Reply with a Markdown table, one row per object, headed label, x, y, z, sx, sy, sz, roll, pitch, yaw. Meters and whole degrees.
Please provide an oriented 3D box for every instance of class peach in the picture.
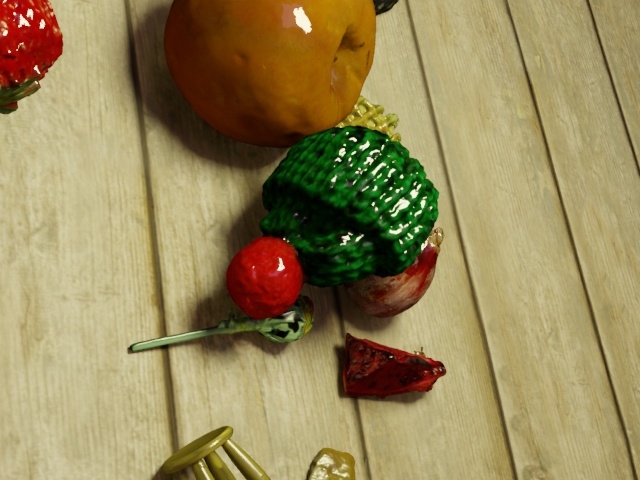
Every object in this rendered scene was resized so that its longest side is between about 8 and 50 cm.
| label | x | y | z | sx | sy | sz | roll | pitch | yaw |
| --- | --- | --- | --- | --- | --- | --- | --- | --- | --- |
| peach | -0.084 | -0.328 | 1.585 | 0.302 | 0.342 | 0.343 | 20 | 43 | 25 |

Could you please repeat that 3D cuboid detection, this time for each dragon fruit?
| label | x | y | z | sx | sy | sz | roll | pitch | yaw |
| --- | --- | --- | --- | --- | --- | --- | --- | --- | --- |
| dragon fruit | 0.130 | 0.195 | 1.616 | 0.192 | 0.122 | 0.092 | 10 | 48 | -31 |

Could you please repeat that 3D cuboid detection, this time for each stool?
| label | x | y | z | sx | sy | sz | roll | pitch | yaw |
| --- | --- | --- | --- | --- | --- | --- | --- | --- | --- |
| stool | -0.145 | 0.327 | 1.339 | 0.134 | 0.135 | 0.110 | -28 | 90 | 2 |

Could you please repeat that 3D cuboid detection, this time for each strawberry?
| label | x | y | z | sx | sy | sz | roll | pitch | yaw |
| --- | --- | --- | --- | --- | --- | --- | --- | --- | --- |
| strawberry | -0.486 | -0.303 | 1.300 | 0.257 | 0.257 | 0.276 | -29 | 98 | -42 |

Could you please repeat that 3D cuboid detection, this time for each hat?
| label | x | y | z | sx | sy | sz | roll | pitch | yaw |
| --- | --- | --- | --- | --- | --- | --- | --- | --- | --- |
| hat | 0.000 | 0.000 | 1.473 | 0.242 | 0.274 | 0.332 | 49 | 66 | -21 |

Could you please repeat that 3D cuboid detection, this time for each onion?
| label | x | y | z | sx | sy | sz | roll | pitch | yaw |
| --- | --- | --- | --- | --- | --- | --- | --- | --- | --- |
| onion | 0.129 | 0.038 | 1.637 | 0.159 | 0.195 | 0.159 | 40 | 31 | -30 |

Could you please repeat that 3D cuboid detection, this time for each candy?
| label | x | y | z | sx | sy | sz | roll | pitch | yaw |
| --- | --- | --- | --- | --- | --- | --- | --- | --- | --- |
| candy | -0.146 | 0.129 | 1.476 | 0.305 | 0.083 | 0.091 | -9 | 36 | -30 |

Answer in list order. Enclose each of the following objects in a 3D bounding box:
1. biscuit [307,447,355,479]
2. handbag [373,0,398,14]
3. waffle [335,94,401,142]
| label | x | y | z | sx | sy | sz | roll | pitch | yaw |
| --- | --- | --- | --- | --- | --- | --- | --- | --- | --- |
| biscuit | -0.028 | 0.379 | 1.437 | 0.183 | 0.039 | 0.174 | 15 | 47 | -20 |
| handbag | 0.091 | -0.524 | 1.984 | 0.139 | 0.072 | 0.115 | 49 | 48 | 10 |
| waffle | 0.060 | -0.175 | 1.784 | 0.204 | 0.054 | 0.223 | 17 | 57 | -31 |
